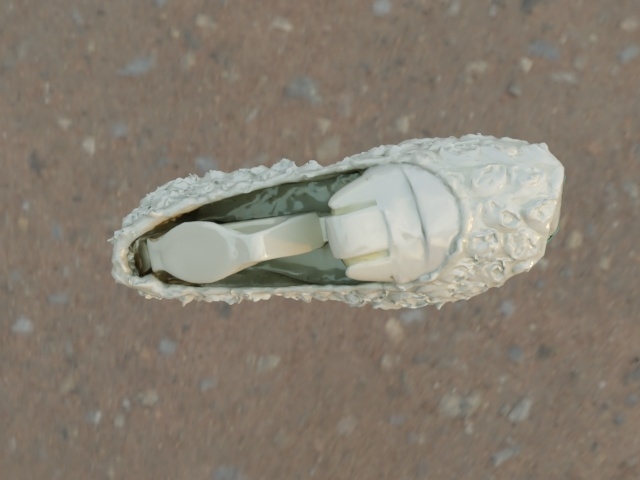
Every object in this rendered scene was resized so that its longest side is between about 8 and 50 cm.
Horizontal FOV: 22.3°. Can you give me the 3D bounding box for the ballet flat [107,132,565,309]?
[{"bbox_3d":[0.000,0.000,1.358,0.409,0.147,0.147,-8,57,26],"label":"ballet flat"}]
